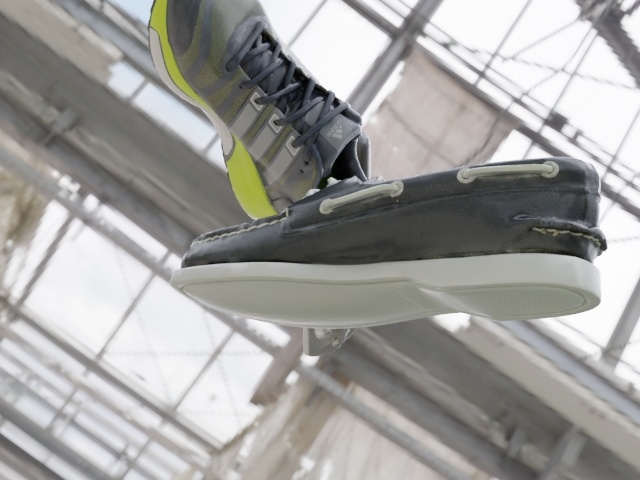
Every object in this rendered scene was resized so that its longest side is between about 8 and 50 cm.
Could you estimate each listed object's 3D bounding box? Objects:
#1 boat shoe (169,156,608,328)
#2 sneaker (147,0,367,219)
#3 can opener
[{"bbox_3d":[0.039,0.002,0.812,0.302,0.091,0.114,-1,-20,25],"label":"boat shoe"},{"bbox_3d":[-0.032,-0.114,0.985,0.121,0.111,0.300,18,-26,35],"label":"sneaker"},{"bbox_3d":[0.000,0.000,1.262,0.095,0.076,0.283,40,-36,39],"label":"can opener"}]
